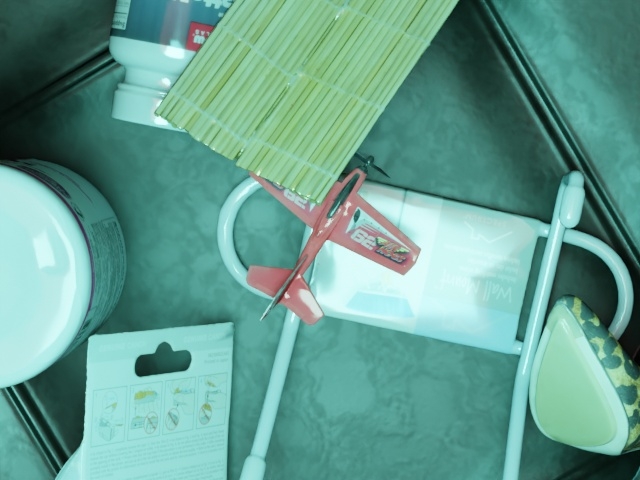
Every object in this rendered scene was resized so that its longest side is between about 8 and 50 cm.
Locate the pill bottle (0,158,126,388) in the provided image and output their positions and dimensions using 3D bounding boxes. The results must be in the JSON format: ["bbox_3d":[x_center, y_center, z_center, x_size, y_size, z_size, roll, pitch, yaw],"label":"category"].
[{"bbox_3d":[-0.234,0.018,1.383,0.160,0.283,0.160,0,93,1],"label":"pill bottle"}]

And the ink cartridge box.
[{"bbox_3d":[-0.145,0.185,1.439,0.066,0.189,0.232,-1,91,33],"label":"ink cartridge box"}]

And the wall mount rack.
[{"bbox_3d":[0.073,0.072,1.455,0.350,0.130,0.304,12,93,2],"label":"wall mount rack"}]

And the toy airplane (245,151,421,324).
[{"bbox_3d":[0.000,0.000,1.385,0.151,0.028,0.151,-1,84,9],"label":"toy airplane"}]

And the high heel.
[{"bbox_3d":[0.251,0.099,1.412,0.186,0.093,0.261,-46,131,-31],"label":"high heel"}]

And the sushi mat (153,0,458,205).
[{"bbox_3d":[0.018,-0.183,1.413,0.151,0.019,0.316,31,75,11],"label":"sushi mat"}]

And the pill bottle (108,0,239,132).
[{"bbox_3d":[-0.111,-0.179,1.458,0.108,0.108,0.180,11,94,1],"label":"pill bottle"}]
